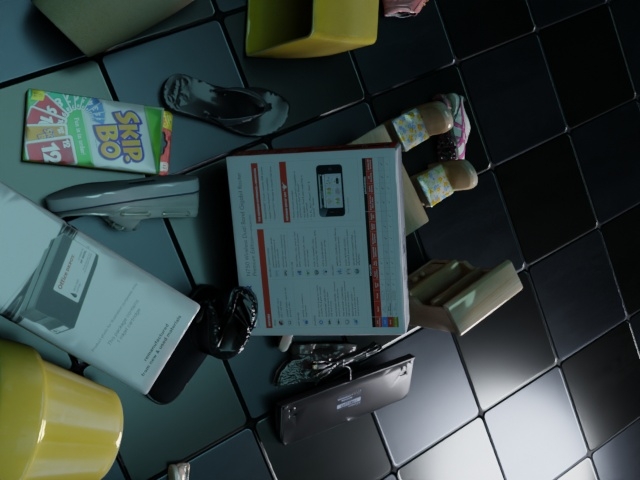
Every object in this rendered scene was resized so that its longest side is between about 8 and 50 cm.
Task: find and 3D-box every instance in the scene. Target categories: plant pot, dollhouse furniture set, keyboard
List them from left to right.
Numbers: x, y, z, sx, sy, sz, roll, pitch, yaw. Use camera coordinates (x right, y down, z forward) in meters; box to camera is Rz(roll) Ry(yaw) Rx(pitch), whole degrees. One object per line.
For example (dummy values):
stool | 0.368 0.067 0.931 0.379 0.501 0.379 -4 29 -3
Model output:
plant pot | -0.462 0.298 1.269 0.239 0.254 0.254 22 80 -41
plant pot | -0.343 -0.451 1.335 0.274 0.256 0.256 -45 109 -3
plant pot | -0.004 -0.455 1.515 0.187 0.212 0.212 4 88 -39
keyboard | 0.053 0.288 1.590 0.317 0.033 0.202 -16 128 -27
dollhouse furniture set | 0.181 -0.033 1.565 0.362 0.256 0.394 -33 104 -23

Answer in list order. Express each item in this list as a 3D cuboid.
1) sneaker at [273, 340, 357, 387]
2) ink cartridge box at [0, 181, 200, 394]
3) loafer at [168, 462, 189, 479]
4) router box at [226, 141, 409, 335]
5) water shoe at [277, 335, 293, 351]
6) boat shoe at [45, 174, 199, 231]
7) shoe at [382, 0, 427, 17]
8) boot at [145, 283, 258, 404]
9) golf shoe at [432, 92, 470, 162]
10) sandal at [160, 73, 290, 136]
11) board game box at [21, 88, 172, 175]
sneaker | -0.008 0.248 1.588 0.170 0.051 0.089 2 89 -22
ink cartridge box | -0.427 0.060 1.248 0.395 0.285 0.166 36 75 -21
loafer | -0.255 0.474 1.468 0.039 0.045 0.125 -4 89 -33
router box | 0.000 0.000 1.420 0.301 0.082 0.336 -1 104 11
water shoe | -0.080 0.113 1.553 0.080 0.073 0.203 7 89 3
boat shoe | -0.342 -0.060 1.402 0.267 0.096 0.088 -11 109 -30
shoe | 0.209 -0.520 1.691 0.178 0.063 0.081 -10 96 -21
boot | -0.216 0.186 1.396 0.094 0.207 0.246 34 76 -21
golf shoe | 0.298 -0.229 1.728 0.086 0.067 0.186 -8 93 -28
sandal | -0.172 -0.253 1.503 0.254 0.054 0.097 5 88 -26
board game box | -0.389 -0.188 1.410 0.259 0.039 0.124 4 89 -29
